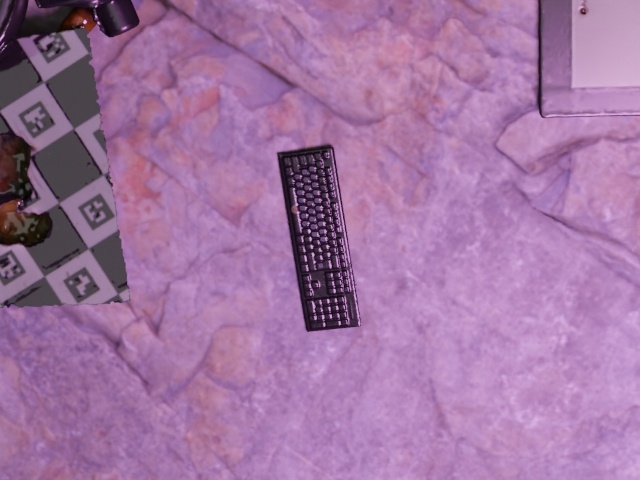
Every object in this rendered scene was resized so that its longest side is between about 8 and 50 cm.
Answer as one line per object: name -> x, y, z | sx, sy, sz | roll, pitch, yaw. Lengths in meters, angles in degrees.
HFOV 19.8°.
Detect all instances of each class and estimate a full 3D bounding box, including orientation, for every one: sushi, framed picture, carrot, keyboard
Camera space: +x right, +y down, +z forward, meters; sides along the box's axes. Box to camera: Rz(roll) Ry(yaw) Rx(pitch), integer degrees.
sushi -> -0.358, -0.071, 1.962 | 0.292, 0.059, 0.294 | -4, 98, 4
framed picture -> 0.393, -0.256, 1.851 | 0.347, 0.016, 0.265 | -1, 102, 7
carrot -> -0.268, -0.211, 1.936 | 0.032, 0.032, 0.093 | 38, 108, -2
keyboard -> 0.000, 0.000, 1.959 | 0.063, 0.010, 0.198 | -7, 101, 11

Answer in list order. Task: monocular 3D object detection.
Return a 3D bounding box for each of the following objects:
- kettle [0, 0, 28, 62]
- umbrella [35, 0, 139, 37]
kettle -> -0.396, -0.271, 1.838 | 0.221, 0.161, 0.236 | 5, 87, 12
umbrella -> -0.259, -0.336, 1.871 | 0.110, 0.122, 0.272 | -5, 112, 47
